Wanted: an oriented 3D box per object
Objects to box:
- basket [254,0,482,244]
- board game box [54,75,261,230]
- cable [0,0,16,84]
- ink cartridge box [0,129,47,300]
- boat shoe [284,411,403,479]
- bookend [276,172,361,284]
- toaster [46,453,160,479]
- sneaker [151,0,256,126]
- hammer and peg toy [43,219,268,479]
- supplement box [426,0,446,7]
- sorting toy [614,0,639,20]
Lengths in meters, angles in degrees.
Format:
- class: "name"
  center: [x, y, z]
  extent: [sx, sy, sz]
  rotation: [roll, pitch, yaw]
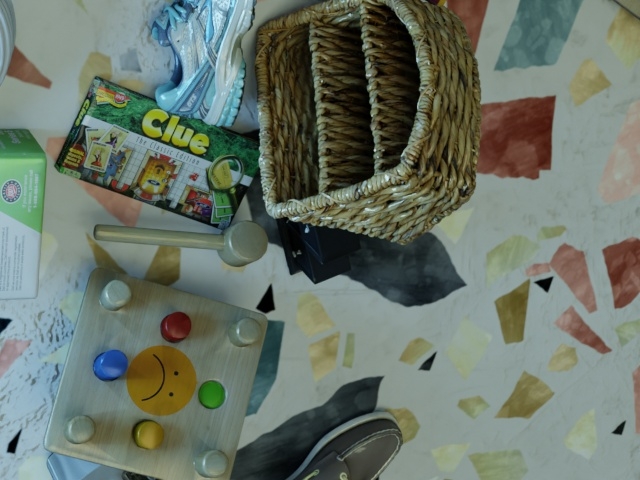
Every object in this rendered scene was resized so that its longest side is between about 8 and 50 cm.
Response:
- class: "basket"
  center: [0.061, -0.173, 1.729]
  extent: [0.223, 0.299, 0.213]
  rotation: [13, 151, -28]
- class: "board game box"
  center: [-0.210, -0.112, 1.820]
  extent: [0.260, 0.030, 0.136]
  rotation: [19, 102, -30]
- class: "cable"
  center: [-0.481, -0.238, 1.578]
  extent: [0.257, 0.089, 0.257]
  rotation: [-42, 130, 15]
- class: "ink cartridge box"
  center: [-0.489, -0.031, 1.680]
  extent: [0.273, 0.115, 0.198]
  rotation: [-1, 112, -24]
- class: "boat shoe"
  center: [0.002, 0.391, 2.101]
  extent: [0.324, 0.097, 0.116]
  rotation: [-35, 122, -6]
- class: "bookend"
  center: [0.000, 0.000, 1.888]
  extent: [0.072, 0.156, 0.157]
  rotation: [-21, 121, -14]
- class: "toaster"
  center: [-0.282, 0.335, 1.943]
  extent: [0.168, 0.110, 0.185]
  rotation: [-32, 122, -8]
- class: "sneaker"
  center: [-0.149, -0.284, 1.725]
  extent: [0.122, 0.110, 0.283]
  rotation: [4, 107, -13]
- class: "hammer and peg toy"
  center: [-0.212, 0.136, 1.835]
  extent: [0.266, 0.127, 0.361]
  rotation: [16, 76, -14]
- class: "supplement box"
  center: [0.104, -0.401, 1.795]
  extent: [0.188, 0.081, 0.104]
  rotation: [27, 100, -31]
- class: "sorting toy"
  center: [0.514, -0.442, 1.939]
  extent: [0.255, 0.089, 0.257]
  rotation: [29, 99, -25]
